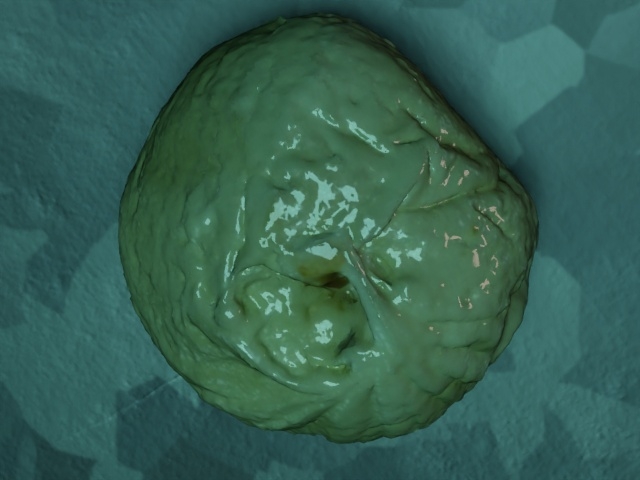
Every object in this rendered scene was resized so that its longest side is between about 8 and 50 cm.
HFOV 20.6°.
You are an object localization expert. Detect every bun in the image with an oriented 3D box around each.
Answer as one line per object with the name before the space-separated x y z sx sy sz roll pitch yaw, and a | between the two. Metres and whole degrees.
bun | 0.000 0.000 1.426 0.348 0.227 0.353 11 107 6
